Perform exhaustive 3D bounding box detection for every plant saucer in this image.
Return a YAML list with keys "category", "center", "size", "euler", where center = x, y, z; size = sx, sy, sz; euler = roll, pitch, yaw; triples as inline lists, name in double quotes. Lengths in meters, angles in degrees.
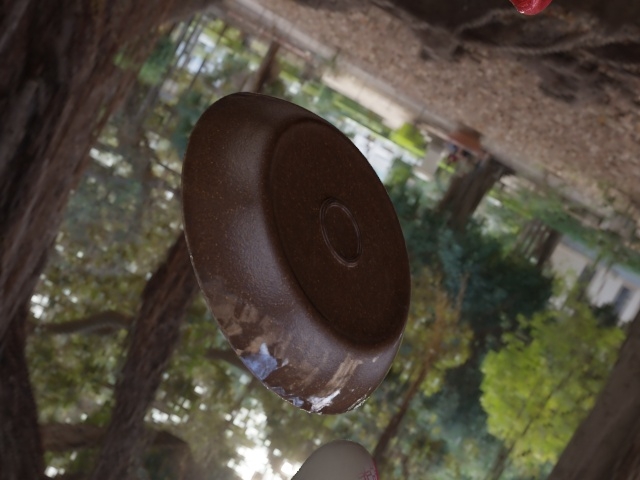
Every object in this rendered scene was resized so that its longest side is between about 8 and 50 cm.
- category: "plant saucer"
  center: [0.000, 0.000, 0.603]
  size: [0.198, 0.036, 0.199]
  euler: [35, -136, -43]

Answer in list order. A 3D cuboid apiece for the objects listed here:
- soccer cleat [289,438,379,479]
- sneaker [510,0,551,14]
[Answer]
- category: "soccer cleat"
  center: [-0.044, 0.327, 0.975]
  size: [0.116, 0.331, 0.143]
  euler: [0, 148, 44]
- category: "sneaker"
  center: [0.250, -0.253, 0.757]
  size: [0.107, 0.279, 0.118]
  euler: [-36, -78, -57]
